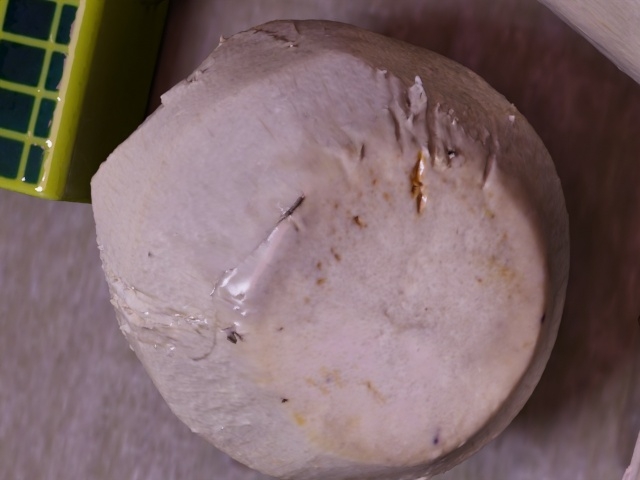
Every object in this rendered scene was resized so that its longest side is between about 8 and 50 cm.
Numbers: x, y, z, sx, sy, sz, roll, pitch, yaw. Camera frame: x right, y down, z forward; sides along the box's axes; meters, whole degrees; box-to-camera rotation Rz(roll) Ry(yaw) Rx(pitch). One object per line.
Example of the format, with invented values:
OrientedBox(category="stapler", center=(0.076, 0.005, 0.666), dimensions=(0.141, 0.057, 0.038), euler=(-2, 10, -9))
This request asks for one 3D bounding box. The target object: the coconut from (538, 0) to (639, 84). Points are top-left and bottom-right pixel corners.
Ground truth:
OrientedBox(category="coconut", center=(0.193, -0.191, 0.948), dimensions=(0.224, 0.224, 0.234), euler=(-37, 79, 12))

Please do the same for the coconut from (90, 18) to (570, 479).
OrientedBox(category="coconut", center=(0.000, 0.000, 0.987), dimensions=(0.245, 0.247, 0.245), euler=(-5, 106, -17))

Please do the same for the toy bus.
OrientedBox(category="toy bus", center=(-0.162, -0.157, 1.101), dimensions=(0.150, 0.128, 0.262), euler=(14, 93, 16))

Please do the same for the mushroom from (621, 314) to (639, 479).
OrientedBox(category="mushroom", center=(0.255, 0.136, 0.969), dimensions=(0.162, 0.173, 0.236), euler=(118, 155, -43))
